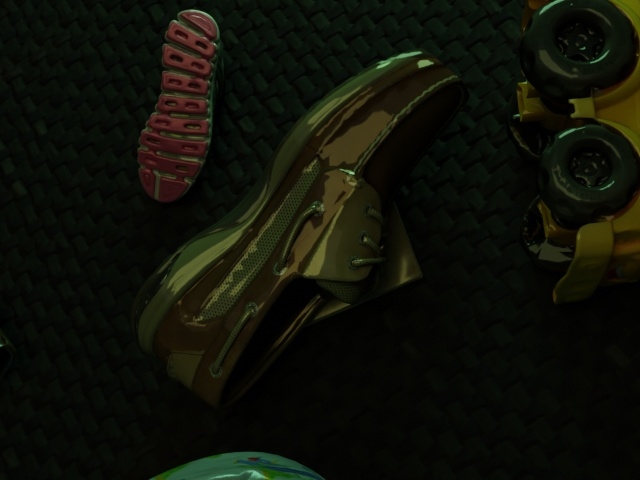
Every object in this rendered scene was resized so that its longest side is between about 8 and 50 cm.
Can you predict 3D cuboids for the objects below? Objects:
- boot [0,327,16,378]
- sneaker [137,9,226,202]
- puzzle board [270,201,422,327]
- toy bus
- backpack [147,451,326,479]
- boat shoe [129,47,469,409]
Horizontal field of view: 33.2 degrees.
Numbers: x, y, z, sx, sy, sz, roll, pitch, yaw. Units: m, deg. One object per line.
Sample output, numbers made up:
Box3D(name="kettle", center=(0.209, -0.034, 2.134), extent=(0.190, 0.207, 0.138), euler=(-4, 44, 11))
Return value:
Box3D(name="boot", center=(-0.366, 0.131, 0.938), extent=(0.106, 0.082, 0.219), euler=(38, 84, 31))
Box3D(name="sneaker", center=(-0.118, -0.117, 0.962), extent=(0.063, 0.075, 0.171), euler=(11, 96, 6))
Box3D(name="puzzle board", center=(0.011, 0.014, 0.887), extent=(0.128, 0.011, 0.096), euler=(-23, 62, 9))
Box3D(name="toy bus", center=(0.248, -0.074, 0.776), extent=(0.211, 0.149, 0.220), euler=(-2, 70, 2))
Box3D(name="backpack", center=(-0.102, 0.283, 0.636), extent=(0.355, 0.273, 0.290), euler=(-44, 87, 4))
Box3D(name="boat shoe", center=(0.000, 0.000, 0.832), extent=(0.324, 0.122, 0.120), euler=(-46, 66, 7))
